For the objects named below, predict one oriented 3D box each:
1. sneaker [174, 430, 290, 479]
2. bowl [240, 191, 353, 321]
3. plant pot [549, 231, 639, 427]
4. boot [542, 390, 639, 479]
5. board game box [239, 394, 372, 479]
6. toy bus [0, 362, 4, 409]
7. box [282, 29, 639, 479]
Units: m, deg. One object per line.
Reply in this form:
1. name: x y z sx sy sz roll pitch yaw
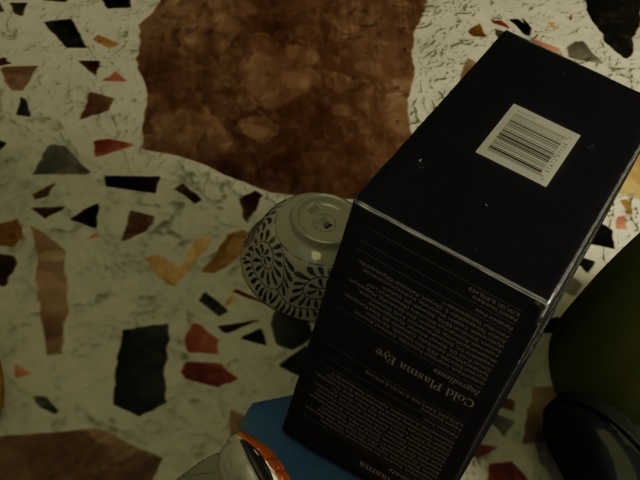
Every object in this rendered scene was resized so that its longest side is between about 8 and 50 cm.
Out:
1. sneaker: -0.052 0.306 0.947 0.121 0.099 0.262 -30 71 9
2. bowl: 0.000 0.000 1.213 0.170 0.080 0.170 7 49 -8
3. plant pot: 0.409 0.065 1.101 0.275 0.293 0.274 6 49 -7
4. boot: 0.251 0.277 1.017 0.207 0.094 0.246 -27 66 -34
5. board game box: 0.000 0.210 1.066 0.169 0.033 0.133 -8 48 -26
6. toy bus: -0.406 0.081 0.973 0.220 0.211 0.149 -13 55 -20
7. box: 0.144 0.027 1.047 0.179 0.312 0.343 28 44 14
